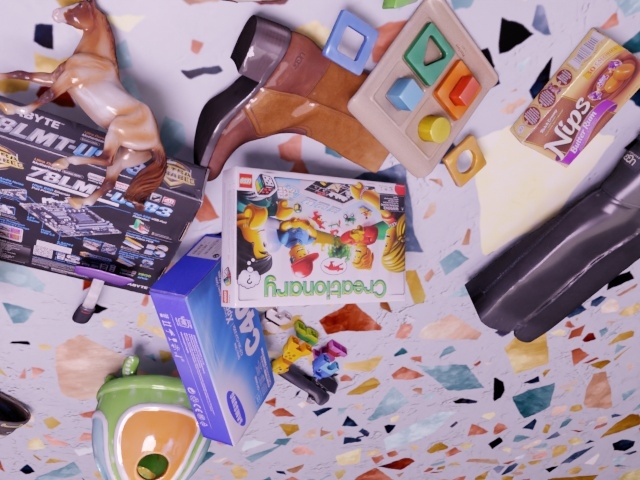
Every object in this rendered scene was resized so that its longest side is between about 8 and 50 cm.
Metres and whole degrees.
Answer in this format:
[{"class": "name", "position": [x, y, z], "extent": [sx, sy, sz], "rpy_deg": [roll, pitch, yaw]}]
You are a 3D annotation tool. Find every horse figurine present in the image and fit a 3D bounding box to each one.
[{"class": "horse figurine", "position": [-0.270, -0.151, 0.649], "extent": [0.263, 0.174, 0.066], "rpy_deg": [52, 145, -4]}]

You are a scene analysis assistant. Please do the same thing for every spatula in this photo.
[{"class": "spatula", "position": [-0.381, 0.095, 0.896], "extent": [0.084, 0.030, 0.296], "rpy_deg": [19, 146, -24]}]

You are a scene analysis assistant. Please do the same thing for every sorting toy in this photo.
[{"class": "sorting toy", "position": [0.159, -0.208, 0.765], "extent": [0.347, 0.047, 0.196], "rpy_deg": [38, 90, -33]}]

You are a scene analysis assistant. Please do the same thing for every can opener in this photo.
[{"class": "can opener", "position": [-0.043, 0.311, 1.197], "extent": [0.186, 0.073, 0.059], "rpy_deg": [35, 155, -28]}]

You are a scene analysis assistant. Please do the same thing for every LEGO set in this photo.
[{"class": "LEGO set", "position": [-0.049, 0.230, 1.101], "extent": [0.093, 0.087, 0.227], "rpy_deg": [-39, 124, 21]}]

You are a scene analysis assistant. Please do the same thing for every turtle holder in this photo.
[{"class": "turtle holder", "position": [-0.349, 0.385, 1.068], "extent": [0.320, 0.228, 0.243], "rpy_deg": [-24, 141, 34]}]

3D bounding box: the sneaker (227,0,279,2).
[{"class": "sneaker", "position": [-0.124, -0.322, 0.643], "extent": [0.188, 0.071, 0.066], "rpy_deg": [-2, 129, -10]}]

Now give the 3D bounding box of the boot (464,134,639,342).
[{"class": "boot", "position": [0.552, 0.050, 1.019], "extent": [0.366, 0.146, 0.445], "rpy_deg": [32, 114, -19]}]

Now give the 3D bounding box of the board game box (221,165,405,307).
[{"class": "board game box", "position": [0.000, 0.000, 0.821], "extent": [0.305, 0.053, 0.193], "rpy_deg": [1, 87, -32]}]

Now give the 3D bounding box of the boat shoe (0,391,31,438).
[{"class": "boat shoe", "position": [-0.679, 0.317, 1.064], "extent": [0.068, 0.081, 0.228], "rpy_deg": [-26, 136, 7]}]

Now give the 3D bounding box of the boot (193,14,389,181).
[{"class": "boot", "position": [-0.028, -0.162, 0.806], "extent": [0.280, 0.096, 0.264], "rpy_deg": [16, 118, -31]}]

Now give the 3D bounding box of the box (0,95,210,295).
[{"class": "box", "position": [-0.347, -0.043, 0.783], "extent": [0.295, 0.074, 0.293], "rpy_deg": [17, 140, -21]}]

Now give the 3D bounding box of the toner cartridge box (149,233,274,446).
[{"class": "toner cartridge box", "position": [-0.175, 0.180, 0.948], "extent": [0.075, 0.165, 0.348], "rpy_deg": [8, 126, 24]}]

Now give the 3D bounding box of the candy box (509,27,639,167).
[{"class": "candy box", "position": [0.401, -0.216, 0.840], "extent": [0.109, 0.053, 0.187], "rpy_deg": [20, 121, -25]}]

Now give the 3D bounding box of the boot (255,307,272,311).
[{"class": "boot", "position": [-0.033, 0.029, 0.933], "extent": [0.077, 0.213, 0.165], "rpy_deg": [39, 156, -10]}]
